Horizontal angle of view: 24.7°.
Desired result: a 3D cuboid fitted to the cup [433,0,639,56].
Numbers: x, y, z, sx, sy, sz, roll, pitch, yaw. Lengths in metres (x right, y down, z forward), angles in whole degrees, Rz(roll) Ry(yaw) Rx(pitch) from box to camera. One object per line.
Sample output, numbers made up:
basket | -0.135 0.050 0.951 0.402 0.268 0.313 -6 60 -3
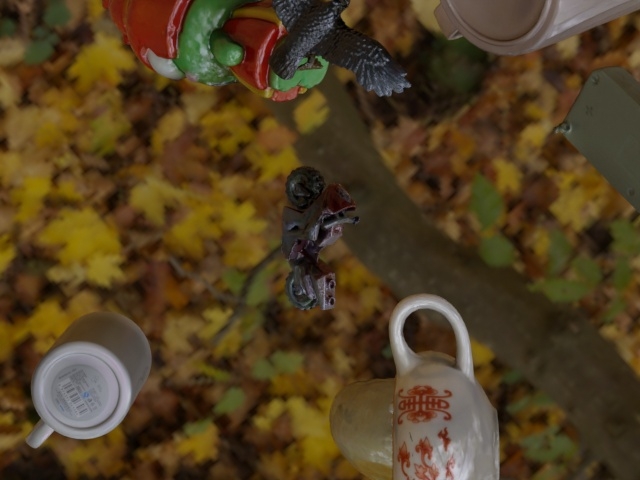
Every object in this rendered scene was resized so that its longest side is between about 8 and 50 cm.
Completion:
cup | 0.270 -0.353 1.773 0.273 0.288 0.208 -26 114 -38

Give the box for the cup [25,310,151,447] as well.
cup | -0.229 0.149 1.447 0.133 0.099 0.136 -84 -171 -80

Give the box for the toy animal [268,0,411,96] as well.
toy animal | -0.003 -0.204 1.402 0.062 0.220 0.108 -22 157 -50

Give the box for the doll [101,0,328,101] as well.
doll | -0.151 -0.280 1.865 0.182 0.363 0.160 -21 120 -46

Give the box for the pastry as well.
pastry | 0.080 0.195 1.448 0.156 0.156 0.092 82 29 -64

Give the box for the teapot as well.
teapot | 0.093 0.161 1.209 0.159 0.116 0.246 -36 125 -71

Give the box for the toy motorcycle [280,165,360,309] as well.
toy motorcycle | 0.001 0.000 2.132 0.082 0.122 0.213 -9 104 -46

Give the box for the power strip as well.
power strip | 0.331 -0.093 1.399 0.061 0.216 0.145 -13 140 -40
